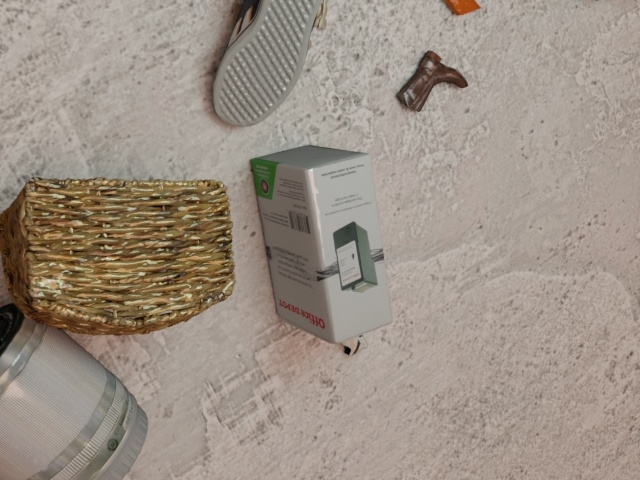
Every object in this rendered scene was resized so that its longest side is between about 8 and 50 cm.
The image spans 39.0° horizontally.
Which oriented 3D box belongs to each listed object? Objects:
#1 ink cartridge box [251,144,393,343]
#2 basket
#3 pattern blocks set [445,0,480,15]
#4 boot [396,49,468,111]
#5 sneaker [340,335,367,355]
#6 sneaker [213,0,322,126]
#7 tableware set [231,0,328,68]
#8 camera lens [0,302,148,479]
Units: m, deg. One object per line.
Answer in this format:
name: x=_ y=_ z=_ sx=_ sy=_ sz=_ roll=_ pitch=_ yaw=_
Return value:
ink cartridge box: x=0.000 y=0.000 z=1.493 sx=0.122 sy=0.211 sz=0.289 roll=-17 pitch=107 yaw=-26
basket: x=-0.295 y=0.034 z=1.305 sx=0.299 sy=0.223 sz=0.213 roll=-1 pitch=80 yaw=-29
pattern blocks set: x=0.275 y=-0.554 z=1.639 sx=0.325 sy=0.026 sz=0.285 roll=19 pitch=91 yaw=-25
boot: x=0.204 y=-0.272 z=1.650 sx=0.106 sy=0.037 sz=0.114 roll=34 pitch=79 yaw=-15
sneaker: x=0.046 y=0.165 z=1.643 sx=0.044 sy=0.040 sz=0.109 roll=-36 pitch=113 yaw=-16
sneaker: x=-0.074 y=-0.335 z=1.434 sx=0.126 sy=0.127 sz=0.321 roll=21 pitch=120 yaw=-19
tableware set: x=-0.064 y=-0.372 z=1.500 sx=0.169 sy=0.020 sz=0.141 roll=21 pitch=89 yaw=-30
camera lens: x=-0.415 y=0.242 z=1.308 sx=0.219 sy=0.219 sz=0.274 roll=-48 pitch=117 yaw=-13
